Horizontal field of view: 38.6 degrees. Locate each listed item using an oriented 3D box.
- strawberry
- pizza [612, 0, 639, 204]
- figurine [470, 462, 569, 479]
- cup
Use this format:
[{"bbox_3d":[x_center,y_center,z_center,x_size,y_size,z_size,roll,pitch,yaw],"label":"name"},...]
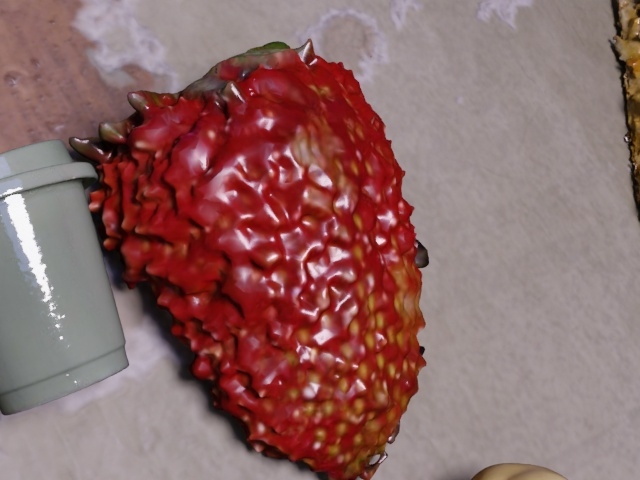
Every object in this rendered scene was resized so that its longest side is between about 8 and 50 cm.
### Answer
[{"bbox_3d":[0.000,0.000,0.617,0.233,0.138,0.306,-32,85,-35],"label":"strawberry"},{"bbox_3d":[0.412,-0.122,0.921,0.251,0.074,0.287,10,67,-27],"label":"pizza"},{"bbox_3d":[0.085,0.210,0.596,0.196,0.114,0.108,-9,76,-13],"label":"figurine"},{"bbox_3d":[-0.172,0.023,0.537,0.120,0.120,0.141,-24,96,-33],"label":"cup"}]
